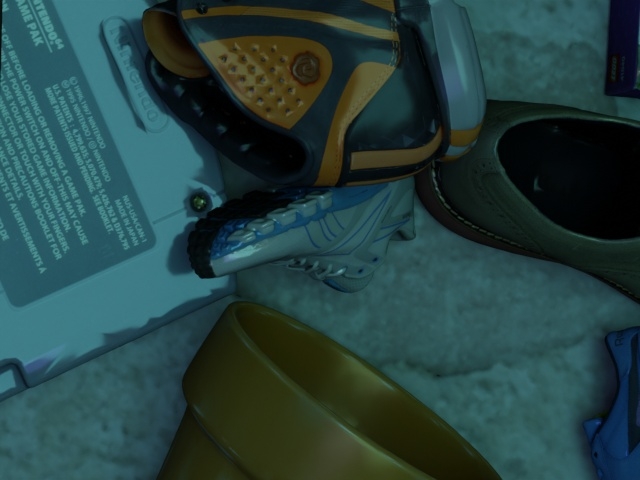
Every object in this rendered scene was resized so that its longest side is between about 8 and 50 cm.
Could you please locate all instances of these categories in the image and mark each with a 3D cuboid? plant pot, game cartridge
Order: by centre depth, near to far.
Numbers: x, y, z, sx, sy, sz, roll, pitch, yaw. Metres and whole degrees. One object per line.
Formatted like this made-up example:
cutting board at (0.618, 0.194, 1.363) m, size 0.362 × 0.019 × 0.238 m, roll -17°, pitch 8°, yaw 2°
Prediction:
plant pot at (-0.022, 0.170, 1.113) m, size 0.205 × 0.205 × 0.188 m, roll 33°, pitch 97°, yaw -13°
game cartridge at (-0.175, -0.073, 1.135) m, size 0.198 × 0.062 × 0.297 m, roll -25°, pitch 96°, yaw -18°

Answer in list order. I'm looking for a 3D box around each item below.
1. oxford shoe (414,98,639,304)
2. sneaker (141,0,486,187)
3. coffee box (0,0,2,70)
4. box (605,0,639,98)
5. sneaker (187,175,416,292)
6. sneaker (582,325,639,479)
oxford shoe at (0.238, -0.010, 1.202) m, size 0.348 × 0.130 × 0.123 m, roll 10°, pitch 88°, yaw -14°
sneaker at (-0.028, -0.183, 1.108) m, size 0.180 × 0.124 × 0.321 m, roll -14°, pitch 78°, yaw -20°
coffee box at (-0.236, -0.158, 1.006) m, size 0.119 × 0.168 × 0.297 m, roll 1°, pitch 89°, yaw -15°
box at (0.303, -0.235, 1.255) m, size 0.201 × 0.057 × 0.293 m, roll 5°, pitch 89°, yaw -13°
sneaker at (0.000, 0.000, 1.148) m, size 0.191 × 0.071 × 0.083 m, roll -24°, pitch 110°, yaw -40°
sneaker at (0.216, 0.159, 1.240) m, size 0.082 × 0.069 × 0.209 m, roll 5°, pitch 99°, yaw 18°
